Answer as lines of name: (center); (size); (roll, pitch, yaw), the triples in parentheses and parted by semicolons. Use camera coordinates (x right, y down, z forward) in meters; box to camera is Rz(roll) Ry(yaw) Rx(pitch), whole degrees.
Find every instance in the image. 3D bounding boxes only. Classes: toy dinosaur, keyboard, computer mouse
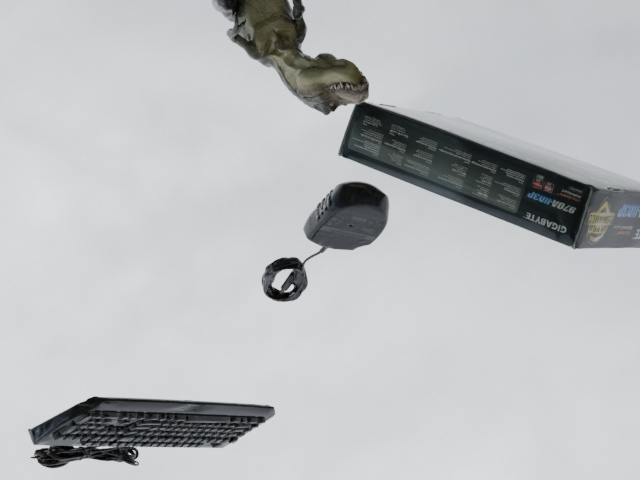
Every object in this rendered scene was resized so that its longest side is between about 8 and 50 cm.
toy dinosaur: (-0.058, -0.183, 0.964); (0.064, 0.118, 0.268); (-32, -129, 2)
keyboard: (-0.220, 0.239, 1.788); (0.317, 0.201, 0.033); (11, -123, -49)
computer mouse: (0.000, 0.000, 1.549); (0.071, 0.242, 0.041); (13, -123, -25)

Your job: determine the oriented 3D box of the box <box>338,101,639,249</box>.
box: (0.152, -0.052, 1.185); (0.220, 0.051, 0.175); (23, -168, 30)
